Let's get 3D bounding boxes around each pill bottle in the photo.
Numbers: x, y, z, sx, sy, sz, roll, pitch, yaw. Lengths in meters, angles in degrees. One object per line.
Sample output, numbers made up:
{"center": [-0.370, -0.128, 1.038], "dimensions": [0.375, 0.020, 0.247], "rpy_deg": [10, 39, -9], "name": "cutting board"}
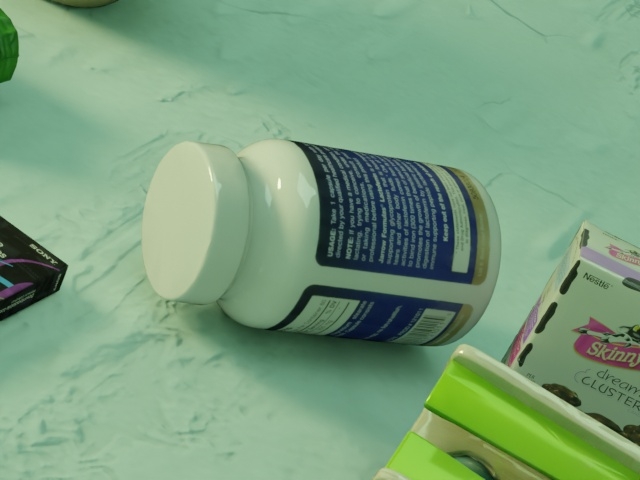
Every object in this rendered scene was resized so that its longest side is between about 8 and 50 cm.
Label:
{"center": [0.000, 0.000, 1.498], "dimensions": [0.264, 0.153, 0.153], "rpy_deg": [8, 34, -32], "name": "pill bottle"}

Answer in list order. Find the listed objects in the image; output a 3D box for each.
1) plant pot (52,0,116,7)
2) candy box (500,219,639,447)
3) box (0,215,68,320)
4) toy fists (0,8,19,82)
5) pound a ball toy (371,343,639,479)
{"center": [-0.231, -0.343, 1.832], "dimensions": [0.284, 0.191, 0.284], "rpy_deg": [20, 30, -12], "name": "plant pot"}
{"center": [0.233, 0.108, 1.469], "dimensions": [0.165, 0.196, 0.070], "rpy_deg": [26, 28, -1], "name": "candy box"}
{"center": [-0.275, 0.019, 1.367], "dimensions": [0.116, 0.029, 0.162], "rpy_deg": [35, 28, 14], "name": "box"}
{"center": [-0.389, -0.212, 1.585], "dimensions": [0.279, 0.096, 0.142], "rpy_deg": [38, 32, 17], "name": "toy fists"}
{"center": [0.215, 0.193, 1.342], "dimensions": [0.319, 0.136, 0.208], "rpy_deg": [31, 64, 8], "name": "pound a ball toy"}
